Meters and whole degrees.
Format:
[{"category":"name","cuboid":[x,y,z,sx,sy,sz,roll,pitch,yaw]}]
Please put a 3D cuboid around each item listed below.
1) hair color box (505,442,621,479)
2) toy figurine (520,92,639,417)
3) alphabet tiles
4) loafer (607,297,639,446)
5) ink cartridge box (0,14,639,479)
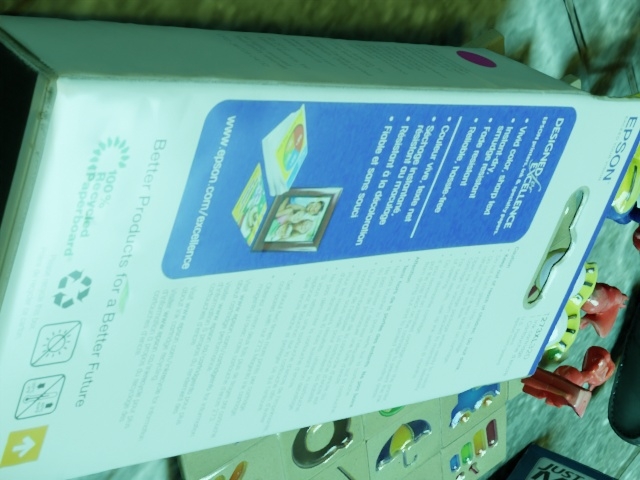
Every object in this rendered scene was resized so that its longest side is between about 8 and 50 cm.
[{"category":"hair color box","cuboid":[0.125,0.334,1.010,0.347,0.105,0.174,-45,145,-42]},{"category":"toy figurine","cuboid":[0.296,-0.027,0.806,0.191,0.217,0.363,27,87,-61]},{"category":"alphabet tiles","cuboid":[0.040,0.059,0.756,0.285,0.011,0.343,-31,138,-24]},{"category":"loafer","cuboid":[0.283,0.064,1.083,0.078,0.076,0.223,4,112,-50]},{"category":"ink cartridge box","cuboid":[0.000,0.000,0.603,0.370,0.069,0.176,-3,122,-44]}]
